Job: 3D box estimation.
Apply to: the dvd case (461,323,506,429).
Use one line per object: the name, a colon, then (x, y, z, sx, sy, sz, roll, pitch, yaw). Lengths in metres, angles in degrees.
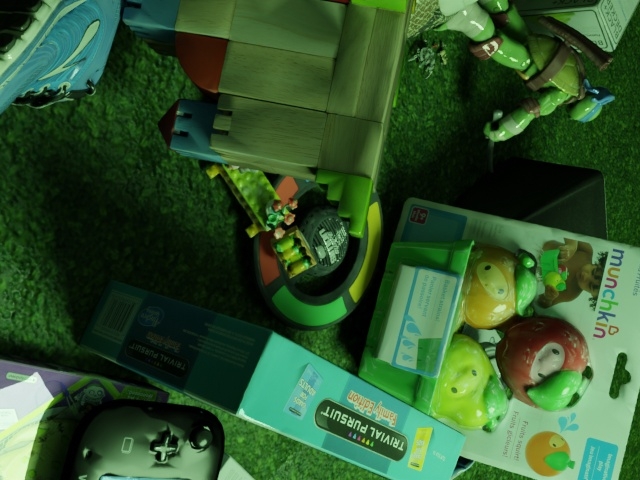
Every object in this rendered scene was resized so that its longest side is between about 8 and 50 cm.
dvd case: (0.229, 0.205, 1.300, 0.179, 0.030, 0.238, -55, 130, -23)

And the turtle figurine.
turtle figurine: (0.264, -0.248, 1.197, 0.266, 0.275, 0.198, 43, 84, -18)

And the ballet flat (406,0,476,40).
ballet flat: (0.206, -0.428, 1.043, 0.482, 0.182, 0.164, -62, 156, -19)

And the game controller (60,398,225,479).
game controller: (-0.196, 0.314, 0.797, 0.166, 0.067, 0.319, 17, 84, -46)

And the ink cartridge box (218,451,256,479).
ink cartridge box: (-0.115, 0.323, 0.945, 0.109, 0.063, 0.150, -54, 131, -25)

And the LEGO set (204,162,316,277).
LEGO set: (-0.049, -0.100, 0.877, 0.132, 0.107, 0.287, -1, 91, -28)

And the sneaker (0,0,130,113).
sneaker: (-0.237, -0.151, 0.659, 0.147, 0.130, 0.330, 84, 25, -46)

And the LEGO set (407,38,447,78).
LEGO set: (0.157, -0.260, 1.147, 0.083, 0.023, 0.054, -40, 123, -34)

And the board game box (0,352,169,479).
board game box: (-0.312, 0.205, 0.737, 0.347, 0.056, 0.208, 25, 83, -45)

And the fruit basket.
fruit basket: (0.237, 0.130, 1.061, 0.165, 0.353, 0.327, 29, 76, -69)

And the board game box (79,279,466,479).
board game box: (-0.042, 0.160, 0.853, 0.336, 0.254, 0.079, 35, 73, -43)

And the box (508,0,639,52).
box: (0.429, -0.428, 1.293, 0.290, 0.169, 0.087, -57, 132, -21)

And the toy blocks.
toy blocks: (-0.050, -0.212, 0.743, 0.191, 0.261, 0.381, 33, 68, -83)

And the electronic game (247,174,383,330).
electronic game: (0.000, 0.000, 1.016, 0.229, 0.048, 0.229, -11, 105, -44)

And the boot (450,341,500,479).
boot: (0.206, 0.261, 1.180, 0.258, 0.123, 0.095, -41, 127, -17)

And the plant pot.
plant pot: (0.308, -0.008, 1.249, 0.167, 0.188, 0.187, -21, 113, -28)
